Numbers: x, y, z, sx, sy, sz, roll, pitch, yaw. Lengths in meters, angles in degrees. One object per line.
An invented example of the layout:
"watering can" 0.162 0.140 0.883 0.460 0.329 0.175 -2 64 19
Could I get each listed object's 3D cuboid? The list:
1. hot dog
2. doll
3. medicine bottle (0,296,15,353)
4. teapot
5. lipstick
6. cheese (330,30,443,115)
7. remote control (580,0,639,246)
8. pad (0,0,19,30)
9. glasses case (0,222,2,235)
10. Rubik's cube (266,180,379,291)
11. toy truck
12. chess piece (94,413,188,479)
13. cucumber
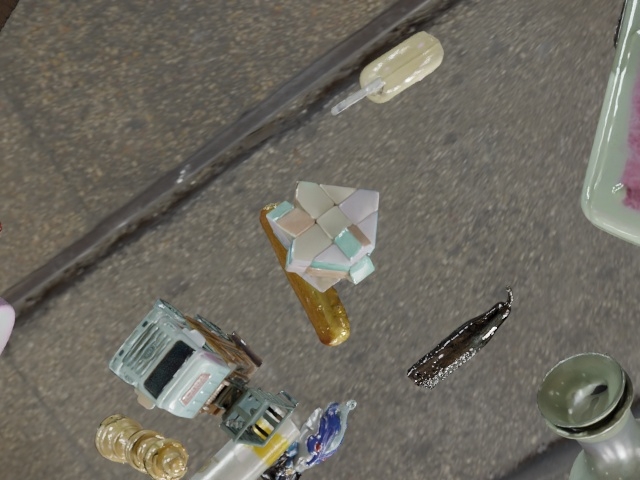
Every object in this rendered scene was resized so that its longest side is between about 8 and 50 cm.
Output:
"hot dog" -0.015 0.042 1.546 0.066 0.047 0.215 -38 78 51
"doll" -0.013 0.318 1.768 0.070 0.195 0.096 29 154 38
"medicine bottle" -0.406 0.043 0.953 0.254 0.152 0.152 35 113 5
"teapot" 0.353 0.250 1.328 0.183 0.183 0.251 -23 126 22
"lipstick" -0.136 0.308 1.370 0.264 0.059 0.059 -43 91 -16
"cheese" 0.103 -0.268 1.883 0.249 0.163 0.071 -35 95 -16
"remote control" 0.217 -0.152 0.477 0.145 0.050 0.344 15 93 27
"pad" -0.317 -0.143 0.639 0.247 0.367 0.007 31 125 -19
"glasses case" -0.615 -0.067 1.944 0.049 0.073 0.194 2 132 23
"Rubik's cube" 0.002 0.001 0.835 0.084 0.075 0.073 1 74 11
"toy truck" -0.104 0.125 1.012 0.115 0.178 0.080 39 91 22
"chess piece" -0.197 0.237 1.267 0.172 0.060 0.060 5 113 58
"cucumber" 0.165 0.110 1.266 0.043 0.039 0.163 38 115 -23
